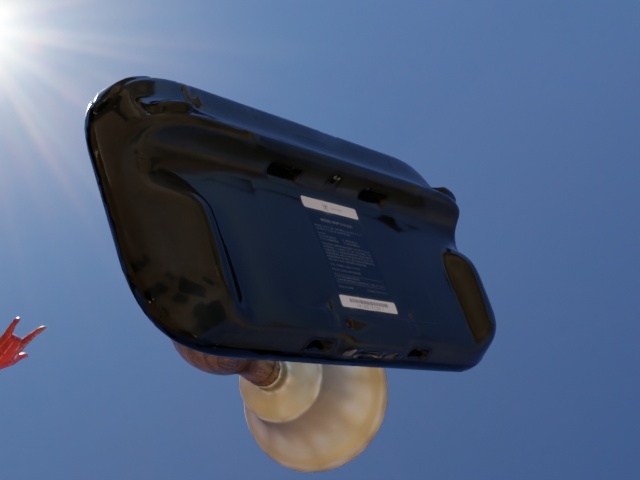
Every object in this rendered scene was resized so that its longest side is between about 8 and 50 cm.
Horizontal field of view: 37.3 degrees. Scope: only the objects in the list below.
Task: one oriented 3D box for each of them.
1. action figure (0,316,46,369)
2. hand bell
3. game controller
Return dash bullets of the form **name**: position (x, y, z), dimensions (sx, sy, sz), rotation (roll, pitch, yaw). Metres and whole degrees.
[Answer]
- **action figure**: position (-0.279, 0.055, 0.533), dimensions (0.091, 0.280, 0.139), rotation (31, -95, 43)
- **hand bell**: position (-0.043, 0.089, 0.672), dimensions (0.126, 0.242, 0.126), rotation (-6, -110, 18)
- **game controller**: position (0.000, 0.000, 0.587), dimensions (0.067, 0.319, 0.166), rotation (-29, -116, 34)
